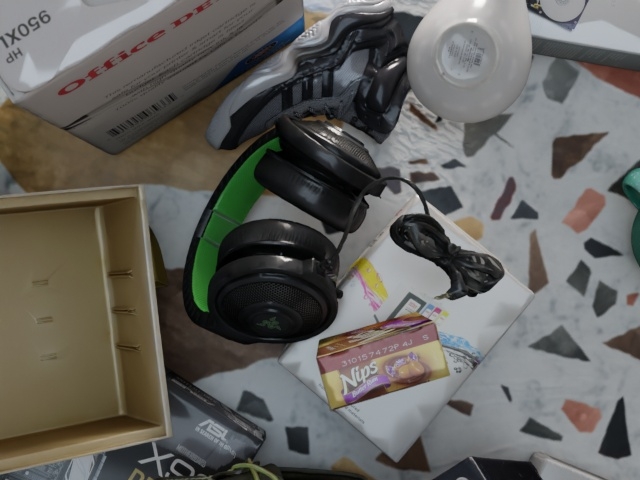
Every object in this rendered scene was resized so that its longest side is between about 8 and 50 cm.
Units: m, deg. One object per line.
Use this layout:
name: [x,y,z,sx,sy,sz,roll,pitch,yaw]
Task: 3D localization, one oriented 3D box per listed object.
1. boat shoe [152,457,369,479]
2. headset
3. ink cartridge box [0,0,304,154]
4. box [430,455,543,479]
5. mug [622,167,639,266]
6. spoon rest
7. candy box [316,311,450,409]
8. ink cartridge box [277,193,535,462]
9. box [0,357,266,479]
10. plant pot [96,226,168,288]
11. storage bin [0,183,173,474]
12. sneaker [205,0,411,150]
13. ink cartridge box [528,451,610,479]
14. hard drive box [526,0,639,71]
boat shoe: [-0.064,0.283,1.077,0.305,0.109,0.091,20,94,-40]
headset: [0.000,0.000,1.015,0.185,0.394,0.243,28,75,-28]
ink cartridge box: [-0.176,-0.246,1.010,0.285,0.395,0.166,-33,89,-1]
box: [0.111,0.367,1.000,0.294,0.296,0.182,-37,66,10]
mug: [0.424,-0.016,1.150,0.130,0.097,0.157,-14,88,0]
spoon rest: [0.185,-0.264,1.092,0.137,0.084,0.276,20,104,10]
candy box: [0.054,0.109,0.932,0.109,0.186,0.053,-16,87,1]
ink cartridge box: [0.091,0.092,1.111,0.168,0.171,0.232,40,89,1]
box: [-0.254,0.247,1.155,0.307,0.076,0.242,33,88,1]
plant pot: [-0.227,0.015,1.163,0.082,0.081,0.083,-6,83,0]
storage bin: [-0.306,0.087,1.003,0.260,0.123,0.262,-7,92,-31]
sneaker: [0.005,-0.158,1.154,0.269,0.101,0.153,-38,91,1]
ink cartridge box: [0.343,0.423,1.155,0.296,0.066,0.261,22,88,1]
hard drive box: [0.322,-0.305,1.163,0.232,0.089,0.181,9,89,0]
